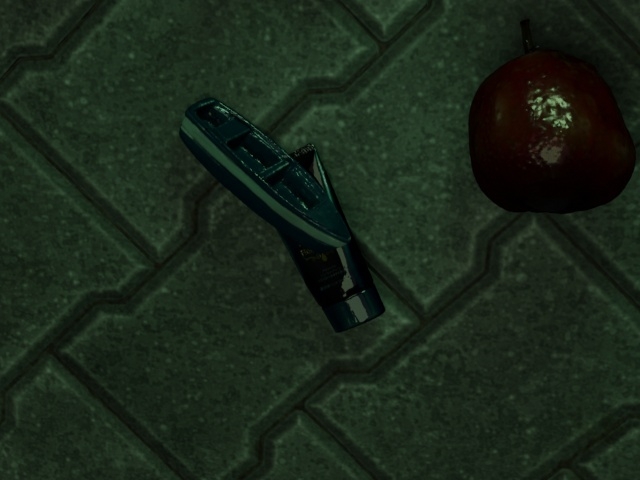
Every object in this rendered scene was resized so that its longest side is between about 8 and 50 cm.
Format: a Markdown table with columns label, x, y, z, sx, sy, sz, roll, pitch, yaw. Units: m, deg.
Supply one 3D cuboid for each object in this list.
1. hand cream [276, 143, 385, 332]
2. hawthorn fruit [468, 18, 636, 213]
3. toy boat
| label | x | y | z | sx | sy | sz | roll | pitch | yaw |
| --- | --- | --- | --- | --- | --- | --- | --- | --- | --- |
| hand cream | 0.000 | 0.000 | 2.103 | 0.120 | 0.061 | 0.270 | -24 | 96 | 26 |
| hawthorn fruit | 0.286 | -0.160 | 1.879 | 0.210 | 0.230 | 0.266 | -17 | 84 | 10 |
| toy boat | -0.077 | -0.084 | 2.045 | 0.299 | 0.096 | 0.062 | 42 | 122 | 10 |
